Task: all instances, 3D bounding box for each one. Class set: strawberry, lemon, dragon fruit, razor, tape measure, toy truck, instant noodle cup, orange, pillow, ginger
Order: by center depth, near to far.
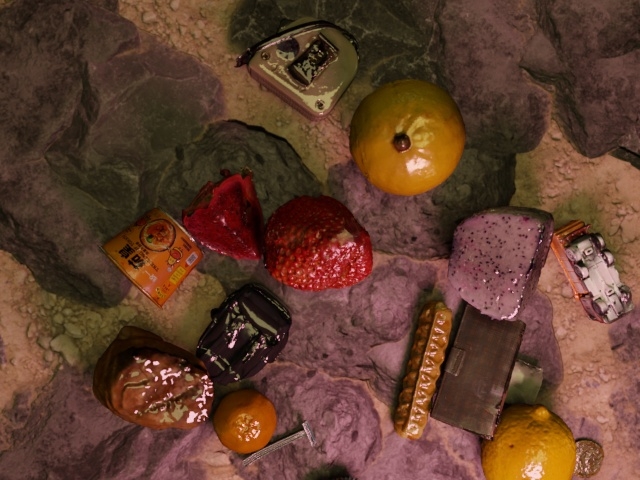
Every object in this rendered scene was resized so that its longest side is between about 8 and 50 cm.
[{"bbox_3d":[-0.401,0.335,1.481,0.269,0.223,0.200,27,88,-26],"label":"ginger"},{"bbox_3d":[0.000,0.000,1.485,0.250,0.288,0.238,-8,81,-26],"label":"strawberry"},{"bbox_3d":[-0.395,0.034,1.490,0.216,0.216,0.172,46,76,-4],"label":"instant noodle cup"},{"bbox_3d":[0.207,-0.249,1.503,0.297,0.297,0.297,0,90,-6],"label":"lemon"},{"bbox_3d":[-0.233,-0.085,1.535,0.134,0.262,0.211,3,59,27],"label":"dragon fruit"},{"bbox_3d":[-0.186,0.448,1.536,0.159,0.136,0.159,0,90,-9],"label":"orange"},{"bbox_3d":[-0.042,-0.461,1.562,0.271,0.133,0.231,34,87,-2],"label":"tape measure"},{"bbox_3d":[0.525,0.530,1.564,0.228,0.228,0.253,23,95,-6],"label":"lemon"},{"bbox_3d":[0.455,0.037,1.587,0.221,0.204,0.283,17,105,22],"label":"dragon fruit"},{"bbox_3d":[-0.110,0.527,1.593,0.191,0.037,0.068,-24,96,-4],"label":"razor"},{"bbox_3d":[0.708,0.082,1.641,0.114,0.135,0.270,-27,88,-3],"label":"toy truck"},{"bbox_3d":[0.476,0.358,1.651,0.229,0.051,0.128,24,85,-4],"label":"pillow"}]

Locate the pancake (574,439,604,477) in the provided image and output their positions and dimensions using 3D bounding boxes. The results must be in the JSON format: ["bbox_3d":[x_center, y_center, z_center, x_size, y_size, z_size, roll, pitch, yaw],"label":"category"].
[{"bbox_3d":[0.721,0.595,1.692,0.108,0.017,0.108,0,91,-3],"label":"pancake"}]

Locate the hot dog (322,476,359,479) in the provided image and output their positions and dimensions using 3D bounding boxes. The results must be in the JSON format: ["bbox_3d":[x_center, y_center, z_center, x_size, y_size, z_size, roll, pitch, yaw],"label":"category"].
[{"bbox_3d":[0.075,0.722,1.593,0.163,0.082,0.270,-22,100,3],"label":"hot dog"}]

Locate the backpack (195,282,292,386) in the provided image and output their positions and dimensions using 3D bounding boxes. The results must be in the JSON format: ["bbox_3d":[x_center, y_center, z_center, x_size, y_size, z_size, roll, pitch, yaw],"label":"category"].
[{"bbox_3d":[-0.197,0.244,1.548,0.206,0.133,0.258,41,93,-1],"label":"backpack"}]

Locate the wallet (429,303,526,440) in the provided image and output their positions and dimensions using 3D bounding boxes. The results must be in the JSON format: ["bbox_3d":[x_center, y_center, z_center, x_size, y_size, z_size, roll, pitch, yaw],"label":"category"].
[{"bbox_3d":[0.404,0.329,1.590,0.169,0.044,0.317,16,72,17],"label":"wallet"}]

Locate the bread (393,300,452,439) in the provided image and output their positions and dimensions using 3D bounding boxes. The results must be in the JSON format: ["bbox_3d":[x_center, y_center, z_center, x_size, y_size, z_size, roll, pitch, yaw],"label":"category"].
[{"bbox_3d":[0.267,0.335,1.615,0.077,0.084,0.367,19,85,-46],"label":"bread"}]
